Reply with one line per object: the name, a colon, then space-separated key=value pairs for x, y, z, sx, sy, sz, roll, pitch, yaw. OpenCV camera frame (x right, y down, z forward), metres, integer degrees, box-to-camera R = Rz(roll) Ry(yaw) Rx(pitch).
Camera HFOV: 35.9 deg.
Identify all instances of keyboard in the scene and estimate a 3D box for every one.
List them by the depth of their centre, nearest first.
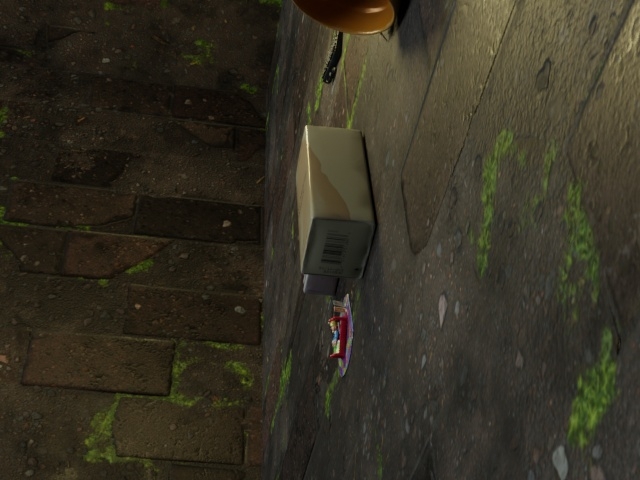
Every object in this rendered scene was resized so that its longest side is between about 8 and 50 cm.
keyboard: x=0.028 y=-0.458 z=2.518 sx=0.180 sy=0.023 sz=0.108 roll=121 pitch=154 yaw=-72

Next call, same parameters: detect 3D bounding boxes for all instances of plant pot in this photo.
plant pot: x=0.065 y=-0.507 z=1.786 sx=0.205 sy=0.205 sz=0.187 roll=123 pitch=167 yaw=-72

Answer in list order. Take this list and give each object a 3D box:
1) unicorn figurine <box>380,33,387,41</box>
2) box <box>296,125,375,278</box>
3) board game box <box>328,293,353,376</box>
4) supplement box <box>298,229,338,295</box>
unicorn figurine: x=0.099 y=-0.464 z=1.912 sx=0.111 sy=0.060 sz=0.161 roll=-143 pitch=59 yaw=-81
box: x=0.024 y=-0.081 z=1.937 sx=0.311 sy=0.121 sz=0.148 roll=-95 pitch=13 yaw=-52
board game box: x=0.033 y=0.191 z=1.989 sx=0.168 sy=0.033 sz=0.133 roll=-97 pitch=15 yaw=-58
supplement box: x=0.000 y=0.000 z=2.208 sx=0.239 sy=0.073 sz=0.130 roll=-97 pitch=17 yaw=-54
